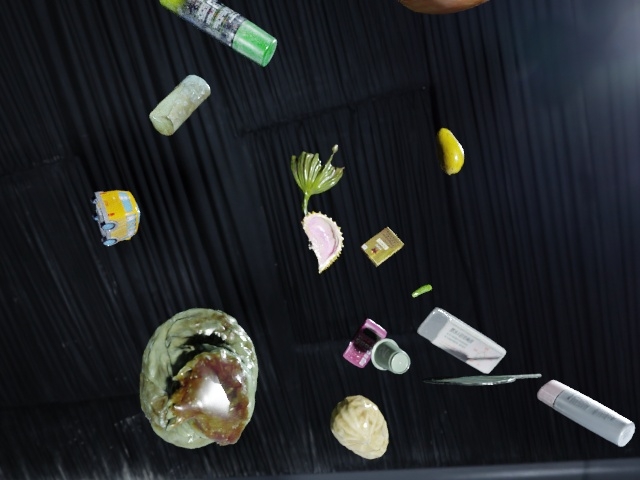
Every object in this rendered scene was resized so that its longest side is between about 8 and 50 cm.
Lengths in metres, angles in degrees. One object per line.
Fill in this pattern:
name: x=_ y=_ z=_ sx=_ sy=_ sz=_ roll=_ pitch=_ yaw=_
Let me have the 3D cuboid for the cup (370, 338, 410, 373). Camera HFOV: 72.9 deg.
cup: x=0.263 y=0.439 z=1.611 sx=0.119 sy=0.120 sz=0.141 roll=-19 pitch=12 yaw=-18

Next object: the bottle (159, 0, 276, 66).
bottle: x=-0.284 y=-0.614 z=1.218 sx=0.329 sy=0.093 sz=0.093 roll=31 pitch=16 yaw=-4

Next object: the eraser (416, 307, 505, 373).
eraser: x=0.391 y=0.277 z=1.181 sx=0.089 sy=0.351 sz=0.061 roll=-53 pitch=26 yaw=9

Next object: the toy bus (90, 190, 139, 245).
toy bus: x=-0.699 y=-0.080 z=1.490 sx=0.136 sy=0.126 sz=0.209 roll=-18 pitch=-20 yaw=-32

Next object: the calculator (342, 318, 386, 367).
calculator: x=0.183 y=0.433 z=1.821 sx=0.191 sy=0.126 sz=0.034 roll=-55 pitch=24 yaw=-3

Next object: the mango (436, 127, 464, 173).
mango: x=0.443 y=-0.310 z=1.498 sx=0.076 sy=0.161 sz=0.103 roll=-15 pitch=-5 yaw=-9

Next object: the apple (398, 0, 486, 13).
apple: x=0.235 y=-0.607 z=0.761 sx=0.346 sy=0.392 sz=0.391 roll=-23 pitch=4 yaw=43

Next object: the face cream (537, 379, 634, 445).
face cream: x=0.639 y=0.414 z=1.053 sx=0.084 sy=0.057 sz=0.198 roll=-12 pitch=18 yaw=-26

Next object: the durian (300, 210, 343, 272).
durian: x=0.002 y=0.001 z=1.585 sx=0.132 sy=0.182 sz=0.165 roll=-18 pitch=-31 yaw=-55

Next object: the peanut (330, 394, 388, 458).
peanut: x=0.121 y=0.533 z=1.224 sx=0.140 sy=0.325 sz=0.153 roll=-46 pitch=50 yaw=-16

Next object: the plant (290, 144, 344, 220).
plant: x=-0.059 y=-0.216 z=1.745 sx=0.250 sy=0.180 sz=0.334 roll=2 pitch=52 yaw=40

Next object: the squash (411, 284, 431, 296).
squash: x=0.390 y=0.194 z=1.675 sx=0.089 sy=0.027 sz=0.027 roll=-20 pitch=15 yaw=-19

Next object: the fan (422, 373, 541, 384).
fan: x=0.375 y=0.337 z=1.054 sx=0.223 sy=0.012 sz=0.294 roll=-16 pitch=-20 yaw=41

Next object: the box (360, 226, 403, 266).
box: x=0.218 y=0.021 z=1.530 sx=0.133 sy=0.090 sz=0.023 roll=-35 pitch=-20 yaw=-21

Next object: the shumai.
shumai: x=-0.306 y=0.394 z=1.137 sx=0.323 sy=0.398 sz=0.323 roll=1 pitch=2 yaw=-20

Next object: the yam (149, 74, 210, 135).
yam: x=-0.331 y=-0.325 z=1.025 sx=0.068 sy=0.068 sz=0.169 roll=-3 pitch=45 yaw=35
